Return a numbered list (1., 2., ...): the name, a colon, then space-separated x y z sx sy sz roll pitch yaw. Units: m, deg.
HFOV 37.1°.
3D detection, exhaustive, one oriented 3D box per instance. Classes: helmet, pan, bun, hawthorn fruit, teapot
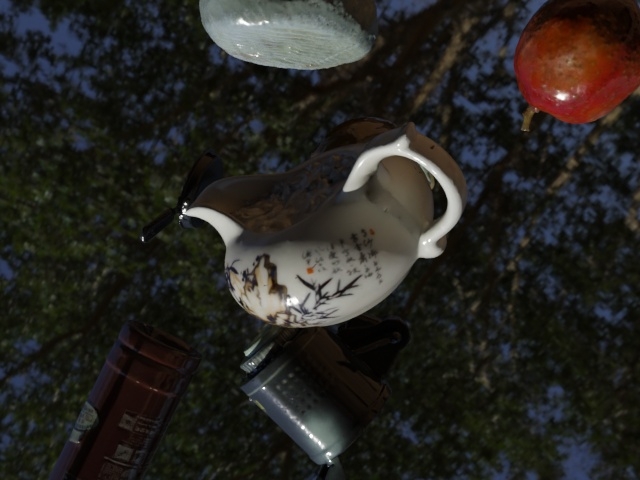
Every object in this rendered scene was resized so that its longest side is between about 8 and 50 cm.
1. helmet: 0.061 -0.098 1.438 0.198 0.224 0.130 -24 -124 -10
2. pan: -0.206 -0.055 1.473 0.028 0.136 0.235 21 -145 13
3. bun: -0.056 -0.443 1.809 0.354 0.354 0.194 9 -96 -32
4. hawthorn fruit: 0.393 -0.272 1.482 0.205 0.253 0.205 38 -166 -11
5. teapot: 0.013 -0.022 0.875 0.166 0.299 0.208 56 -134 -9

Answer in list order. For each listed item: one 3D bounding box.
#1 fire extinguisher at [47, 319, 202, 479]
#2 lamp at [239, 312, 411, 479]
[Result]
1. fire extinguisher: -0.265 0.263 1.103 0.102 0.344 0.138 26 178 27
2. lamp: -0.021 0.269 1.750 0.272 0.374 0.205 26 -178 -2
